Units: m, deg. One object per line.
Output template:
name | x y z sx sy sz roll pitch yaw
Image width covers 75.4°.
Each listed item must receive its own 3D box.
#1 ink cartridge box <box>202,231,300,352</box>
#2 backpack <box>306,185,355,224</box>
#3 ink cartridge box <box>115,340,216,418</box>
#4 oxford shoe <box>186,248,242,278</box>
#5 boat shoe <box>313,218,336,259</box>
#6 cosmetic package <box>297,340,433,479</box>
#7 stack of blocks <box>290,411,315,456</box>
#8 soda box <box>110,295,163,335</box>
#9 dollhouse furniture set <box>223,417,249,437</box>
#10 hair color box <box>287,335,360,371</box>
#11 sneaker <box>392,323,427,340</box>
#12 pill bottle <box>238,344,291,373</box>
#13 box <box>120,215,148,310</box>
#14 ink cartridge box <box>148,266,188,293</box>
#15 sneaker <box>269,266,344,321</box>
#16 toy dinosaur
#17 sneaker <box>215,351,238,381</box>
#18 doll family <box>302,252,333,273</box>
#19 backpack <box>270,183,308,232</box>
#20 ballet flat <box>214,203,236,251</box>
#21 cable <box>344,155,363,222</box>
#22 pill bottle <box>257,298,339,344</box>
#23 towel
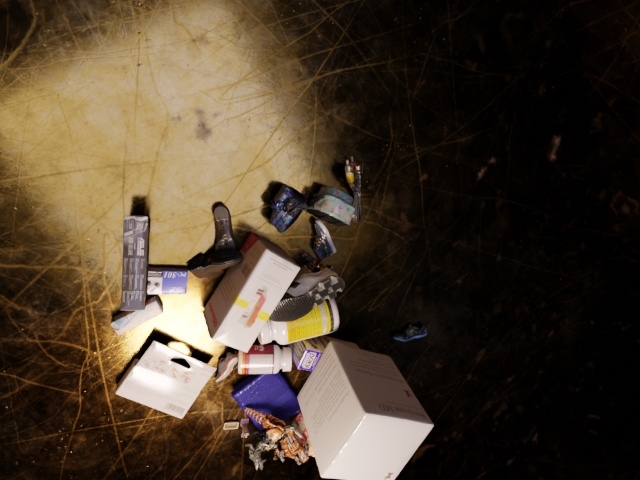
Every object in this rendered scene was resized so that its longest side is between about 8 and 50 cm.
ink cartridge box | -0.277 0.191 1.610 0.161 0.279 0.384 32 92 -26
backpack | 0.054 -0.137 1.698 0.166 0.188 0.144 28 93 -24
ink cartridge box | -0.623 0.558 1.689 0.296 0.066 0.261 36 89 -26
oxford shoe | -0.398 0.095 1.622 0.228 0.082 0.096 -14 133 16
boat shoe | 0.000 0.000 1.779 0.083 0.065 0.183 -32 118 -11
cosmetic package | 0.156 0.674 1.643 0.330 0.393 0.327 21 107 -26
stack of blocks | 0.016 0.929 1.948 0.297 0.171 0.087 34 92 -38
soda box | -0.702 0.287 1.590 0.183 0.058 0.062 -28 112 -13
dollhouse furniture set | -0.376 0.864 1.858 0.115 0.081 0.090 7 101 -23
hair color box | 0.038 0.518 1.869 0.339 0.185 0.109 21 98 -24
sneaker | 0.447 0.462 2.089 0.189 0.067 0.078 -10 86 -17
pill bottle | -0.239 0.509 1.774 0.222 0.121 0.121 2 103 -10
box | -0.633 0.071 1.422 0.077 0.242 0.306 2 88 -21
ink cartridge box | -0.621 0.154 1.592 0.207 0.046 0.097 4 103 -22
sneaker | -0.077 0.214 1.677 0.331 0.146 0.122 -24 125 -12
toy dinosaur | -0.199 0.846 1.795 0.218 0.321 0.164 -46 158 18
sneaker | -0.413 0.539 1.780 0.157 0.065 0.061 -54 158 16
doll family | -0.007 0.120 1.786 0.193 0.111 0.075 31 92 -25
backpack | -0.143 -0.124 1.651 0.117 0.158 0.173 34 102 -17
ballet flat | -0.380 -0.025 1.638 0.084 0.058 0.249 -4 109 -5
cable | 0.144 -0.222 1.784 0.072 0.139 0.286 7 126 13
pill bottle | -0.104 0.333 1.763 0.335 0.188 0.187 -10 107 -19
towel | -0.239 0.720 1.882 0.228 0.076 0.308 -35 115 -13
